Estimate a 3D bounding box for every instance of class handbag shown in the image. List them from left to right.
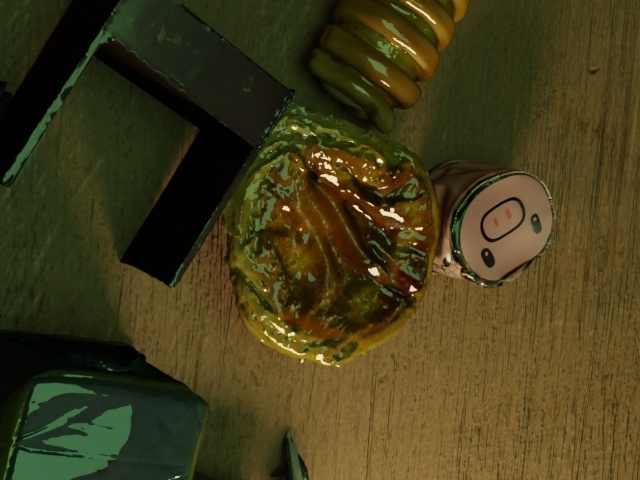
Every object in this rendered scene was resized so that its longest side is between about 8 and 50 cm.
[{"bbox_3d":[-0.292,0.227,1.336,0.263,0.241,0.222,9,93,-29],"label":"handbag"},{"bbox_3d":[0.235,-0.027,1.682,0.205,0.116,0.179,-33,113,-24],"label":"handbag"}]

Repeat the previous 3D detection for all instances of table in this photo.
[{"bbox_3d":[-0.229,-0.133,1.356,0.250,0.196,0.282,34,82,-30],"label":"table"}]

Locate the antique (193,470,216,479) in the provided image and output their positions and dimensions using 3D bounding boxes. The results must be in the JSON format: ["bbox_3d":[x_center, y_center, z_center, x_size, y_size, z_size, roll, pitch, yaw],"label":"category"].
[{"bbox_3d":[-0.162,0.363,1.500,0.221,0.081,0.080,32,50,-21],"label":"antique"}]

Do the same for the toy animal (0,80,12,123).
[{"bbox_3d":[-0.500,-0.119,1.214,0.343,0.168,0.106,-21,110,-12],"label":"toy animal"}]

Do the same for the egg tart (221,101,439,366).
[{"bbox_3d":[0.000,0.000,1.526,0.351,0.153,0.340,10,92,-31],"label":"egg tart"}]

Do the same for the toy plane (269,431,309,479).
[{"bbox_3d":[-0.032,0.393,1.589,0.082,0.160,0.234,-26,72,1],"label":"toy plane"}]

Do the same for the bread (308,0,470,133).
[{"bbox_3d":[0.113,-0.316,1.569,0.172,0.121,0.311,33,79,-29],"label":"bread"}]
